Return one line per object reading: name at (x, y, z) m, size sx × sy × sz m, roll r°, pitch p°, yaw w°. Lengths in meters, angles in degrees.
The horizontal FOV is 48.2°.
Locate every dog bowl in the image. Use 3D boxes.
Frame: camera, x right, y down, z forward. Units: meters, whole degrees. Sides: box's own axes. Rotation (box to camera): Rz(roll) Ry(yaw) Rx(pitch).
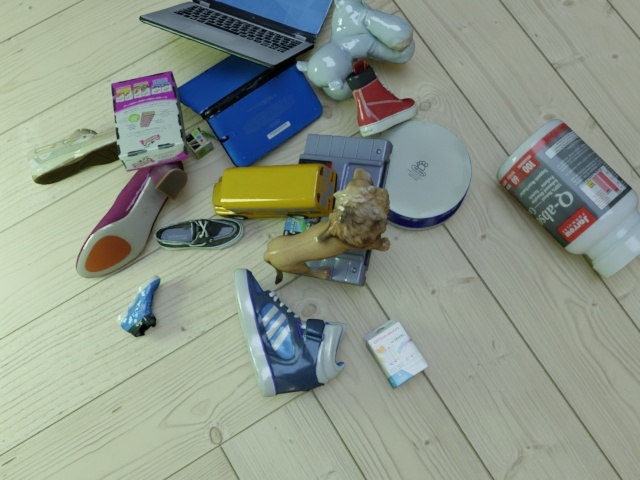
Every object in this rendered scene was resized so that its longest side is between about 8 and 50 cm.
dog bowl at (0.241, -0.163, 1.795) m, size 0.265 × 0.104 × 0.264 m, roll 0°, pitch 75°, yaw 1°

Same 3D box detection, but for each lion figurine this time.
lion figurine at (0.000, 0.000, 1.566) m, size 0.392 × 0.240 × 0.142 m, roll -32°, pitch 71°, yaw 21°

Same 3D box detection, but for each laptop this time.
laptop at (-0.185, -0.654, 1.848) m, size 0.382 × 0.236 × 0.408 m, roll 22°, pitch 32°, yaw 13°

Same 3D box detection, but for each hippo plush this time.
hippo plush at (0.088, -0.470, 1.807) m, size 0.234 × 0.294 × 0.236 m, roll 28°, pitch 86°, yaw 26°

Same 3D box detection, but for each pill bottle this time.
pill bottle at (0.619, -0.099, 1.717) m, size 0.210 × 0.210 × 0.363 m, roll -40°, pitch 77°, yaw -9°

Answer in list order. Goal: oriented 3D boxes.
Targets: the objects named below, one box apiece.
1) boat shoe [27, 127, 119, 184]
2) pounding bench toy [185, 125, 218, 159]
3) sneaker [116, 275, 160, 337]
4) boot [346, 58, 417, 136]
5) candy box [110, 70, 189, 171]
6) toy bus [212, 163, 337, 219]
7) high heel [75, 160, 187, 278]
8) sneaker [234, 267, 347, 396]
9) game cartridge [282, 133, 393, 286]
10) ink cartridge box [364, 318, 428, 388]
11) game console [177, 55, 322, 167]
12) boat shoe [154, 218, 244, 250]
boat shoe at (-0.604, -0.242, 1.831) m, size 0.303 × 0.109 × 0.098 m, roll -23°, pitch 77°, yaw 0°
pounding bench toy at (-0.308, -0.265, 1.858) m, size 0.083 × 0.052 × 0.065 m, roll -37°, pitch 77°, yaw -9°
sneaker at (-0.418, 0.165, 1.736) m, size 0.085 × 0.058 × 0.152 m, roll 35°, pitch 82°, yaw 16°
boot at (0.154, -0.370, 1.769) m, size 0.088 × 0.244 × 0.176 m, roll -11°, pitch 102°, yaw 36°
candy box at (-0.420, -0.294, 1.756) m, size 0.159 × 0.071 × 0.233 m, roll -12°, pitch 61°, yaw -3°
toy bus at (-0.123, -0.115, 1.714) m, size 0.333 × 0.130 × 0.108 m, roll 1°, pitch 79°, yaw 29°
high heel at (-0.482, -0.070, 1.809) m, size 0.377 × 0.127 × 0.181 m, roll -43°, pitch 34°, yaw 1°
sneaker at (-0.063, 0.197, 1.699) m, size 0.237 × 0.130 × 0.322 m, roll -13°, pitch 71°, yaw -11°
game cartridge at (0.031, -0.080, 1.735) m, size 0.230 × 0.068 × 0.354 m, roll 9°, pitch 83°, yaw 23°
ink cartridge box at (0.174, 0.263, 1.686) m, size 0.092 × 0.090 × 0.143 m, roll -32°, pitch 77°, yaw -7°
game console at (-0.189, -0.361, 1.875) m, size 0.293 × 0.173 × 0.250 m, roll -37°, pitch 108°, yaw -19°
boat shoe at (-0.301, -0.015, 1.779) m, size 0.220 × 0.070 × 0.077 m, roll -9°, pitch 75°, yaw -2°
